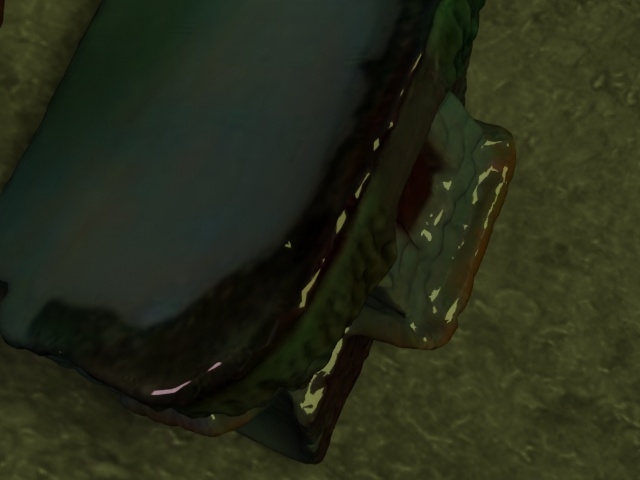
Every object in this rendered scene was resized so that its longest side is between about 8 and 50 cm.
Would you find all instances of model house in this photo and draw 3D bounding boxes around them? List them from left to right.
[{"bbox_3d":[0.000,0.000,1.020,0.339,0.297,0.360,44,63,-48],"label":"model house"}]

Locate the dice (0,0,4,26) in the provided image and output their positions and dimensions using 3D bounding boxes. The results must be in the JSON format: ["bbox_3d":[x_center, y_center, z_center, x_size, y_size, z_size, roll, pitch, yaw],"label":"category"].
[{"bbox_3d":[-0.307,-0.186,0.916,0.179,0.175,0.173,-16,98,-32],"label":"dice"}]
